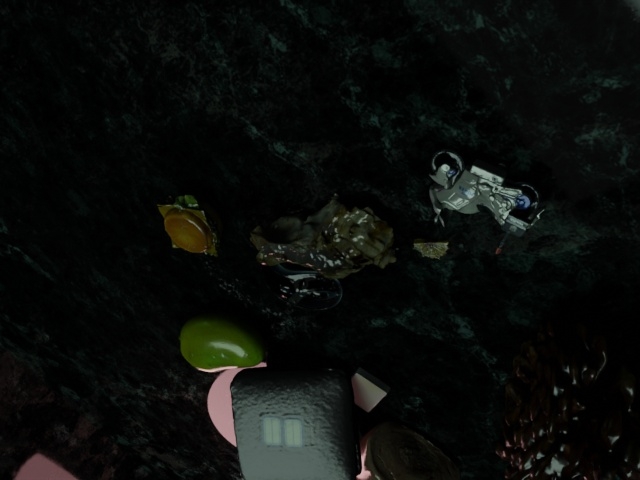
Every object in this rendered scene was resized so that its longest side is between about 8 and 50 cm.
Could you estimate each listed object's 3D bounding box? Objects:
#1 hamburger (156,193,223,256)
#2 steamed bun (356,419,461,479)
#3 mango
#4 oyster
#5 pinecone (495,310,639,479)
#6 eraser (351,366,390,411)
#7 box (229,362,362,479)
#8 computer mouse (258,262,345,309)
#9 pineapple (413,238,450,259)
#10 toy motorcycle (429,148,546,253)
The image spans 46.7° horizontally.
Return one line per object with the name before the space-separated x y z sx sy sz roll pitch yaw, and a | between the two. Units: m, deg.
hamburger | -0.310 -0.044 1.824 0.164 0.093 0.190 18 140 16
steamed bun | 0.228 0.674 2.096 0.301 0.199 0.251 32 142 2
mango | -0.282 0.282 2.100 0.273 0.149 0.185 -14 114 37
oyster | -0.002 -0.005 1.618 0.336 0.133 0.198 5 125 26
pinecone | 0.522 0.351 1.411 0.397 0.398 0.398 20 139 18
eraser | 0.121 0.415 2.046 0.103 0.023 0.150 33 142 3
box | -0.069 0.519 2.054 0.350 0.091 0.359 -4 99 12
computer mouse | -0.055 0.091 1.779 0.233 0.096 0.137 18 138 22
pineapple | 0.236 0.017 1.555 0.083 0.019 0.045 2 128 31
toy motorcycle | 0.293 -0.073 1.361 0.221 0.102 0.150 25 128 12
